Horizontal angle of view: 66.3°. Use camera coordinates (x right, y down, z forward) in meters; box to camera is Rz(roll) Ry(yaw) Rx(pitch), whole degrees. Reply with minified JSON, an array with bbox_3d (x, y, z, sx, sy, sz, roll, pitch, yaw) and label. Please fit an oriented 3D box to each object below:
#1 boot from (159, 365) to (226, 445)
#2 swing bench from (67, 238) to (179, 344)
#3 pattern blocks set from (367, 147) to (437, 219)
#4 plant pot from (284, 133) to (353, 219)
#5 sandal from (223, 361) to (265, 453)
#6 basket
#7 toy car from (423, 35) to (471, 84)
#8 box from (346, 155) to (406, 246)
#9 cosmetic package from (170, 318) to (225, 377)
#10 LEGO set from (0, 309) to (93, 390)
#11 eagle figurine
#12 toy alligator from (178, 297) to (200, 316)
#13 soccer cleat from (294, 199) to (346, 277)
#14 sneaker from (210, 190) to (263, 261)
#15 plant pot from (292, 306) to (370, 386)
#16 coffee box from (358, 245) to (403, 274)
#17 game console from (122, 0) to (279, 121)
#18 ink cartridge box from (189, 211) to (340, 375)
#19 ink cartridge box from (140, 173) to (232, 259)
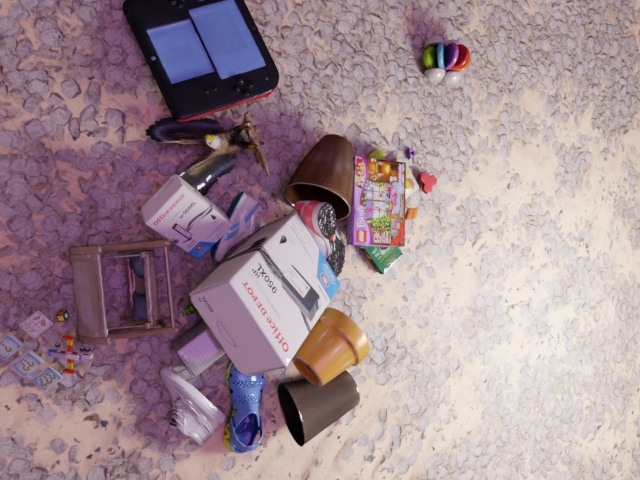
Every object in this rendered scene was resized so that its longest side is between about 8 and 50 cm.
[{"bbox_3d":[-0.398,0.488,1.422,0.258,0.095,0.123,49,65,-19],"label":"boot"},{"bbox_3d":[-0.531,0.132,1.318,0.254,0.165,0.254,-6,94,-25],"label":"swing bench"},{"bbox_3d":[0.266,-0.199,1.744,0.285,0.026,0.325,47,66,-15],"label":"pattern blocks set"},{"bbox_3d":[0.022,-0.217,1.568,0.215,0.215,0.231,29,65,-23],"label":"plant pot"},{"bbox_3d":[-0.220,0.502,1.488,0.126,0.138,0.318,0,89,-23],"label":"sandal"},{"bbox_3d":[0.001,0.518,1.588,0.226,0.154,0.205,-17,90,-28],"label":"basket"},{"bbox_3d":[0.468,-0.668,1.794,0.181,0.136,0.159,1,91,-25],"label":"toy car"},{"bbox_3d":[0.190,-0.126,1.652,0.200,0.057,0.294,2,86,-23],"label":"box"},{"bbox_3d":[-0.311,0.277,1.447,0.238,0.127,0.107,-33,104,-20],"label":"cosmetic package"},{"bbox_3d":[-0.696,0.280,1.237,0.244,0.060,0.182,-35,108,14],"label":"LEGO set"},{"bbox_3d":[-0.323,-0.268,1.425,0.298,0.225,0.226,-18,55,5],"label":"eagle figurine"},{"bbox_3d":[-0.370,0.197,1.420,0.051,0.189,0.056,-32,87,20],"label":"toy alligator"},{"bbox_3d":[0.000,0.000,1.583,0.109,0.116,0.318,-48,141,-32],"label":"soccer cleat"},{"bbox_3d":[-0.255,-0.031,1.490,0.092,0.087,0.229,32,80,-25],"label":"sneaker"},{"bbox_3d":[0.020,0.348,1.544,0.188,0.205,0.205,-41,107,-29],"label":"plant pot"},{"bbox_3d":[0.200,0.018,1.730,0.113,0.040,0.184,-45,108,-20],"label":"coffee box"},{"bbox_3d":[-0.332,-0.557,1.411,0.341,0.060,0.387,-24,85,-24],"label":"game console"},{"bbox_3d":[-0.138,0.143,1.405,0.286,0.166,0.395,59,36,-15],"label":"ink cartridge box"},{"bbox_3d":[-0.375,-0.063,1.376,0.148,0.086,0.203,-46,132,4],"label":"ink cartridge box"}]
